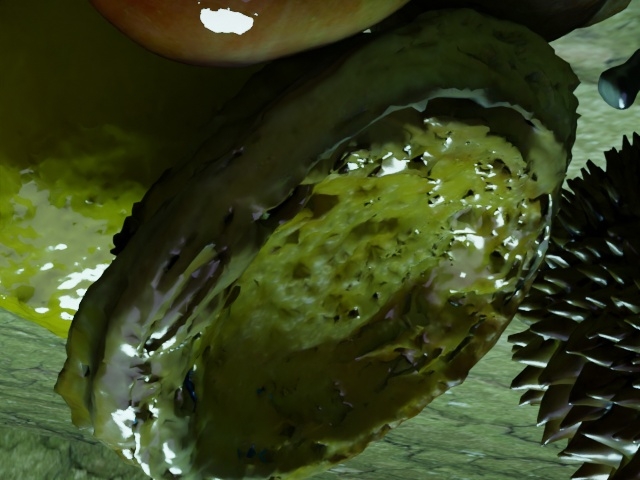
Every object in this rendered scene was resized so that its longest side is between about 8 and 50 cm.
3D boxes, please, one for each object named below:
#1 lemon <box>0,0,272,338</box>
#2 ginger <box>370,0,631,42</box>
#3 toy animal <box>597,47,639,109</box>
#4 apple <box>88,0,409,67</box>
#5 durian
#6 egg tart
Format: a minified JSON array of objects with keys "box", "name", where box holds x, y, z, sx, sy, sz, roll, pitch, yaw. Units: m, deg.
[{"box":[-0.103,-0.061,0.906,0.233,0.233,0.288,-8,165,42],"name":"lemon"},{"box":[0.098,-0.145,0.759,0.157,0.102,0.216,5,155,-20],"name":"ginger"},{"box":[0.181,-0.131,0.666,0.176,0.216,0.073,-23,-168,-21],"name":"toy animal"},{"box":[-0.026,-0.153,0.659,0.199,0.199,0.199,7,163,2],"name":"apple"},{"box":[0.274,0.041,0.912,0.348,0.347,0.384,-7,158,39],"name":"durian"},{"box":[0.000,0.000,0.788,0.291,0.107,0.290,-28,148,-20],"name":"egg tart"}]
